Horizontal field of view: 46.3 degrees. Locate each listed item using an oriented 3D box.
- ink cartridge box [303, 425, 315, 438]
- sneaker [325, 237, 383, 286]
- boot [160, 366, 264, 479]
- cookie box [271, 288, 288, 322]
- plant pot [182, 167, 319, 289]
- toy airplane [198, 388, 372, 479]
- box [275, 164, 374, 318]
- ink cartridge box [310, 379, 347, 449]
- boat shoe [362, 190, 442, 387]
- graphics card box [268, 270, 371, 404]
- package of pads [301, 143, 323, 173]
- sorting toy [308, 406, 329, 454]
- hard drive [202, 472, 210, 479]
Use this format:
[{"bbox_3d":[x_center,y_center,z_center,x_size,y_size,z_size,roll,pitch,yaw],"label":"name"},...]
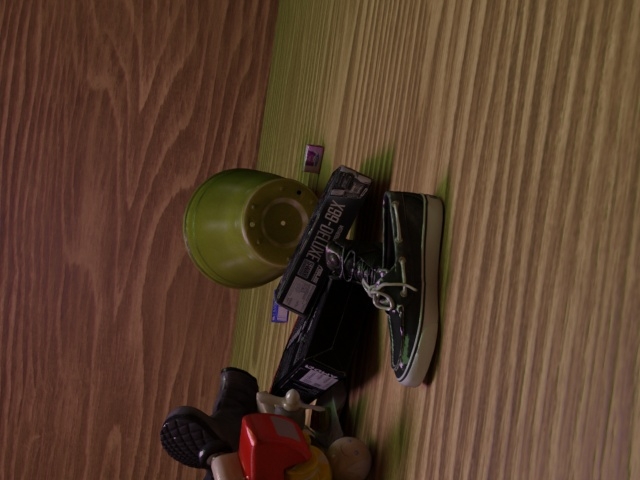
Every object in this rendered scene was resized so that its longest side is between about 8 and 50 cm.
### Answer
[{"bbox_3d":[-0.113,0.541,1.821,0.233,0.168,0.171,161,116,-77],"label":"ink cartridge box"},{"bbox_3d":[0.079,0.058,1.335,0.227,0.130,0.087,-118,35,-66],"label":"sneaker"},{"bbox_3d":[-0.204,0.350,1.510,0.338,0.118,0.222,65,-156,-49],"label":"boot"},{"bbox_3d":[-0.127,0.209,2.389,0.092,0.040,0.107,152,125,-75],"label":"cookie box"},{"bbox_3d":[-0.161,-0.040,2.094,0.353,0.367,0.366,-4,79,65],"label":"plant pot"},{"bbox_3d":[-0.025,0.460,1.355,0.386,0.273,0.384,63,174,4],"label":"toy airplane"},{"bbox_3d":[0.000,0.000,1.574,0.242,0.077,0.307,-171,106,-86],"label":"box"},{"bbox_3d":[0.029,0.391,1.587,0.179,0.045,0.145,-112,32,-53],"label":"ink cartridge box"},{"bbox_3d":[0.124,0.071,1.168,0.113,0.105,0.306,163,114,-77],"label":"boat shoe"},{"bbox_3d":[-0.002,0.206,1.569,0.371,0.094,0.232,120,172,-63],"label":"graphics card box"},{"bbox_3d":[-0.023,-0.235,2.156,0.032,0.050,0.083,-115,34,-68],"label":"package of pads"},{"bbox_3d":[-0.032,0.479,1.575,0.132,0.046,0.274,177,103,-74],"label":"sorting toy"},{"bbox_3d":[-0.144,0.654,1.630,0.339,0.064,0.236,46,133,21],"label":"hard drive"}]
